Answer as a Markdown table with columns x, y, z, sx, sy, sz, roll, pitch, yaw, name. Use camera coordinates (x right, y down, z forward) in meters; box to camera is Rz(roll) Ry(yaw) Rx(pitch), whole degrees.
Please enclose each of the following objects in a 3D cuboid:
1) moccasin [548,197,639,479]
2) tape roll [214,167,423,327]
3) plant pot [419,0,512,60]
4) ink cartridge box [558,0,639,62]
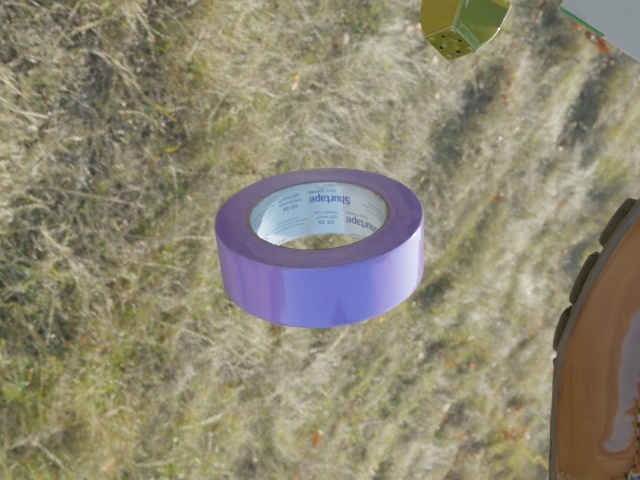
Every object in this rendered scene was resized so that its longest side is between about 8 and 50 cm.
| x | y | z | sx | sy | sz | roll | pitch | yaw | name |
| --- | --- | --- | --- | --- | --- | --- | --- | --- | --- |
| 0.212 | 0.134 | 0.458 | 0.139 | 0.147 | 0.380 | -8 | 113 | -38 | moccasin |
| 0.000 | 0.000 | 1.024 | 0.274 | 0.274 | 0.090 | -30 | 129 | -35 | tape roll |
| 0.170 | -0.270 | 0.938 | 0.081 | 0.081 | 0.083 | 34 | 65 | -31 | plant pot |
| 0.421 | -0.264 | 0.927 | 0.212 | 0.154 | 0.093 | 4 | 125 | -39 | ink cartridge box |
